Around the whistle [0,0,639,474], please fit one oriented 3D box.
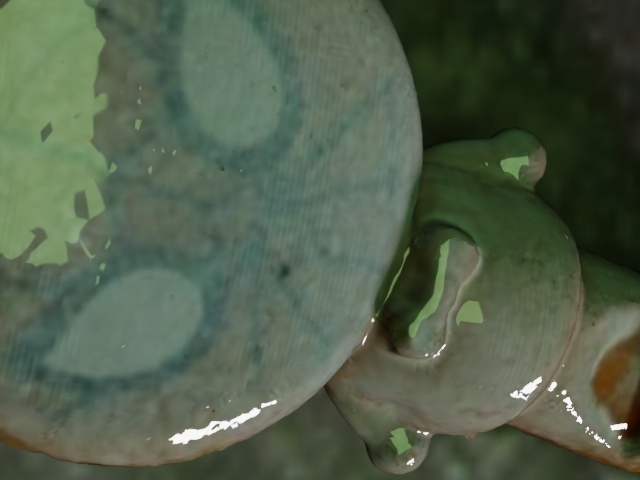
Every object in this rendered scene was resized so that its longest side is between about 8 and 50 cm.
[{"bbox_3d":[0.000,0.000,0.365,0.220,0.057,0.107,21,90,-25],"label":"whistle"}]
